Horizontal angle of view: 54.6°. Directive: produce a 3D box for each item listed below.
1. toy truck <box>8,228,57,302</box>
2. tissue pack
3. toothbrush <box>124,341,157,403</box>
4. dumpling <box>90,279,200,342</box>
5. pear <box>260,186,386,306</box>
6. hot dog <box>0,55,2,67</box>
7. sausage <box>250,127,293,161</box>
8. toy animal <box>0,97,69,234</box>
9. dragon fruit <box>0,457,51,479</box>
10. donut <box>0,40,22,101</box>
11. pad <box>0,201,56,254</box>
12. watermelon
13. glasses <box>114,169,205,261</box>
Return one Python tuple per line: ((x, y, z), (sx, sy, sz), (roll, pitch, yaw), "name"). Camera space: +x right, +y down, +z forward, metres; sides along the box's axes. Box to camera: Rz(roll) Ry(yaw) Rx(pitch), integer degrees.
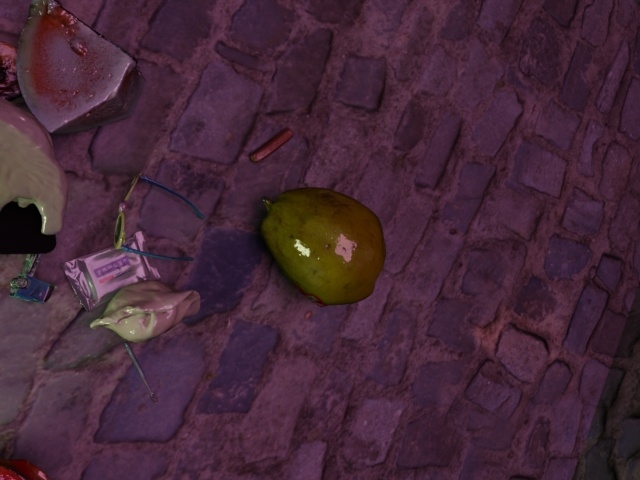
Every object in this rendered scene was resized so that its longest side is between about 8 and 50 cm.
((-0.597, 0.049, 1.333), (0.081, 0.067, 0.175), (27, 71, -34), "toy truck")
((-0.475, 0.070, 1.424), (0.193, 0.026, 0.122), (-28, 102, -31), "tissue pack")
((-0.420, 0.312, 1.457), (0.011, 0.014, 0.167), (-27, 102, -20), "toothbrush")
((-0.386, 0.158, 1.394), (0.250, 0.162, 0.132), (-8, 70, -32), "dumpling")
((0.000, 0.000, 1.583), (0.375, 0.287, 0.287), (36, 69, -3), "pear")
((-0.761, -0.265, 1.173), (0.158, 0.117, 0.349), (38, 84, -21), "hot dog")
((-0.128, -0.253, 1.646), (0.147, 0.030, 0.035), (-40, 111, -26), "sausage")
((-0.646, -0.179, 1.205), (0.308, 0.188, 0.266), (7, 125, -28), "toy animal")
((-0.672, 0.571, 1.166), (0.371, 0.249, 0.386), (8, 80, -15), "dragon fruit")
((-0.679, -0.344, 1.296), (0.140, 0.059, 0.140), (1, 88, -30), "donut")
((-0.683, -0.044, 1.257), (0.267, 0.004, 0.181), (0, 55, -31), "pad")
((-0.496, -0.348, 1.297), (0.320, 0.214, 0.289), (57, 41, -44), "watermelon")
((-0.388, -0.037, 1.464), (0.220, 0.088, 0.189), (34, 55, -46), "glasses")
